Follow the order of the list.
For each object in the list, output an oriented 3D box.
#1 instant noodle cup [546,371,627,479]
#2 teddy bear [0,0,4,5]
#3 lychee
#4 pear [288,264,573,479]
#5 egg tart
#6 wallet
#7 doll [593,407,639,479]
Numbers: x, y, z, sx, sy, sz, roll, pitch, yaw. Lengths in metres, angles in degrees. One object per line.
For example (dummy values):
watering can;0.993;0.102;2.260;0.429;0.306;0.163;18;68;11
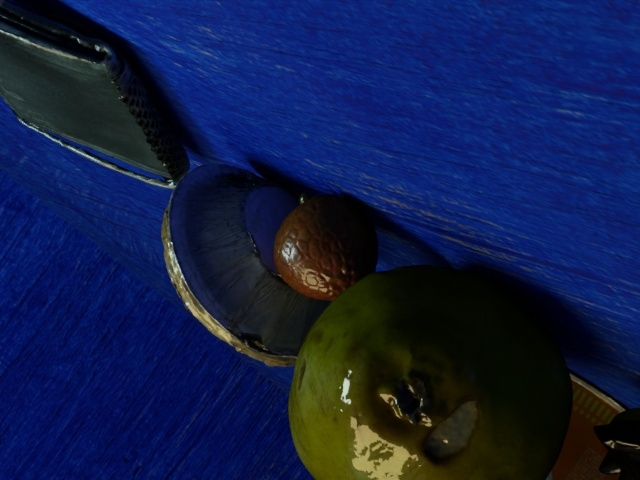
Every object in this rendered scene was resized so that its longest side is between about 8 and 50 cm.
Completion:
instant noodle cup;0.232;0.241;1.999;0.168;0.185;0.168;34;170;7
teddy bear;-0.332;-0.310;1.506;0.362;0.375;0.327;-29;124;33
lychee;0.000;0.005;1.898;0.140;0.101;0.114;29;168;39
pear;0.101;0.149;1.804;0.269;0.269;0.321;32;-177;19
egg tart;-0.059;0.015;1.985;0.234;0.234;0.094;39;127;-20
wallet;-0.267;-0.172;2.065;0.237;0.075;0.342;26;166;18
doll;0.340;0.199;1.755;0.127;0.088;0.248;58;156;-12
